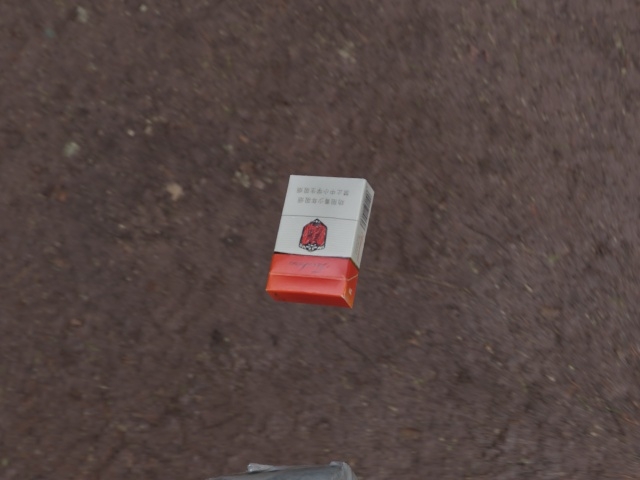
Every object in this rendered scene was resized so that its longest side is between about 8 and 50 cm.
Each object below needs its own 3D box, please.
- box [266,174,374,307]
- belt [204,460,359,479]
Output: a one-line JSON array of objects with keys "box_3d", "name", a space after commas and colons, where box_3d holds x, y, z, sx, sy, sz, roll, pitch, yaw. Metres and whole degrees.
[{"box_3d": [0.000, 0.000, 1.658, 0.100, 0.048, 0.152, 3, 72, 22], "name": "box"}, {"box_3d": [-0.015, 0.428, 1.302, 0.173, 0.300, 0.437, -4, 88, 14], "name": "belt"}]
